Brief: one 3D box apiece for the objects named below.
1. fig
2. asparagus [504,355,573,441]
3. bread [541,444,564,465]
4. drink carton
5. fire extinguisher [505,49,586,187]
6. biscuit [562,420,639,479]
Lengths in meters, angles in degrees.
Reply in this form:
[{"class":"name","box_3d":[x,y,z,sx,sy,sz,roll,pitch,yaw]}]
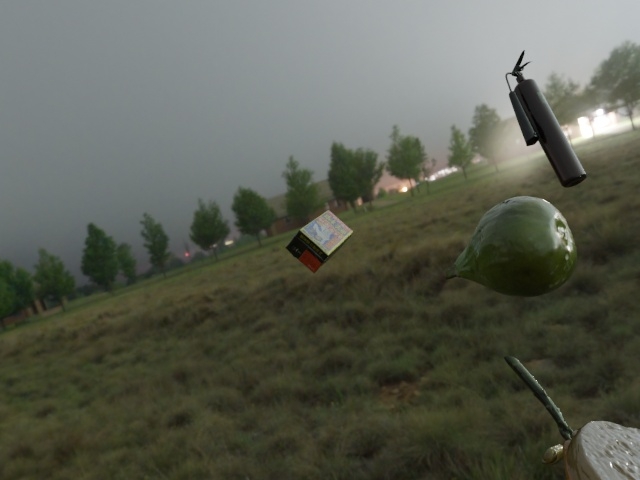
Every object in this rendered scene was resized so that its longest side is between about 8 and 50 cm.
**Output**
[{"class":"fig","box_3d":[0.423,0.010,1.296,0.314,0.233,0.233,10,22,41]},{"class":"asparagus","box_3d":[0.448,0.327,1.119,0.027,0.236,0.034,4,-42,-51]},{"class":"bread","box_3d":[0.588,0.540,1.413,0.088,0.049,0.033,12,24,-48]},{"class":"drink carton","box_3d":[0.000,0.000,1.042,0.056,0.071,0.165,-53,-6,24]},{"class":"fire extinguisher","box_3d":[0.256,-0.141,0.668,0.048,0.173,0.035,-21,-20,7]},{"class":"biscuit","box_3d":[0.276,0.217,0.439,0.170,0.050,0.170,15,21,-6]}]
